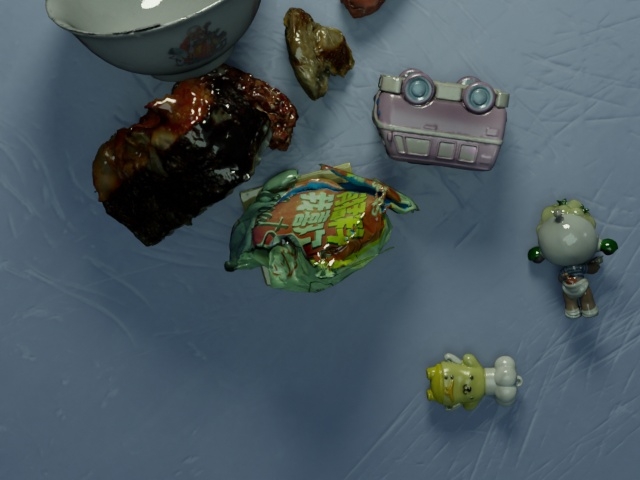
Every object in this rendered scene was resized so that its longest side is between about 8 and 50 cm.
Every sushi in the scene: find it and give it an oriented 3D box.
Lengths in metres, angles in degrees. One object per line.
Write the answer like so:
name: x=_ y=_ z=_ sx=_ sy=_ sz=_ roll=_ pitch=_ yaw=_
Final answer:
sushi: x=-0.220 y=-0.129 z=1.633 sx=0.343 sy=0.196 sz=0.182 roll=-26 pitch=108 yaw=45

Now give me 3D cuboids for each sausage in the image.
sausage: x=0.085 y=-0.409 z=1.656 sx=0.076 sy=0.076 sz=0.141 roll=41 pitch=101 yaw=-8

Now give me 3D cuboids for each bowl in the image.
bowl: x=-0.217 y=-0.338 z=1.590 sx=0.346 sy=0.345 sz=0.157 roll=-14 pitch=130 yaw=5

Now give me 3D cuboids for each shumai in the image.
shumai: x=-0.011 y=-0.300 z=1.663 sx=0.105 sy=0.123 sz=0.139 roll=-38 pitch=86 yaw=-2

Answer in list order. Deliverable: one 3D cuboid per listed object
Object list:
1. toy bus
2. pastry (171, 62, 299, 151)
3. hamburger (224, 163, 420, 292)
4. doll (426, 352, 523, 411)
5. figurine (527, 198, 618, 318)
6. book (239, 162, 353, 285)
toy bus: x=0.181 y=-0.188 z=1.669 sx=0.203 sy=0.142 sz=0.142 roll=8 pitch=103 yaw=-1
pastry: x=-0.132 y=-0.219 z=1.690 sx=0.209 sy=0.115 sz=0.097 roll=24 pitch=91 yaw=-2
hamburger: x=-0.001 y=0.000 z=1.682 sx=0.276 sy=0.260 sz=0.150 roll=3 pitch=132 yaw=34
doll: x=0.260 y=0.239 z=1.809 sx=0.163 sy=0.062 sz=0.106 roll=-3 pitch=108 yaw=1
figurine: x=0.410 y=0.028 z=1.744 sx=0.147 sy=0.093 sz=0.197 roll=-7 pitch=112 yaw=26
book: x=-0.021 y=-0.025 z=1.777 sx=0.192 sy=0.013 sz=0.167 roll=-14 pitch=102 yaw=5
